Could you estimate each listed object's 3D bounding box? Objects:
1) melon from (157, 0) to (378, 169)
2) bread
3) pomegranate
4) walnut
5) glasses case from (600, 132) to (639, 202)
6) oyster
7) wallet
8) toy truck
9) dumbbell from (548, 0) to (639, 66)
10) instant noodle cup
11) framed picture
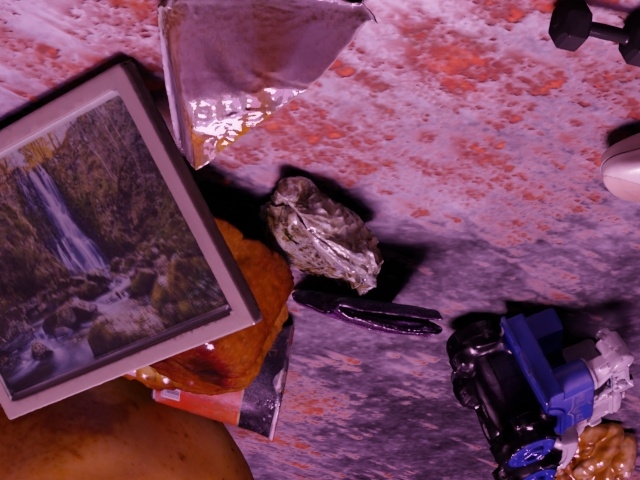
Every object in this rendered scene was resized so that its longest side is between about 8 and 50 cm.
[{"bbox_3d":[-0.064,-0.136,1.221,0.202,0.093,0.139,-31,124,25],"label":"melon"},{"bbox_3d":[-0.148,0.051,1.537,0.232,0.135,0.247,3,155,31],"label":"bread"},{"bbox_3d":[-0.268,0.323,1.836,0.417,0.416,0.416,1,153,0],"label":"pomegranate"},{"bbox_3d":[0.312,0.277,2.046,0.170,0.069,0.143,-22,144,33],"label":"walnut"},{"bbox_3d":[0.332,-0.074,1.365,0.204,0.051,0.081,-15,148,29],"label":"glasses case"},{"bbox_3d":[0.000,0.000,1.523,0.125,0.064,0.177,17,162,-2],"label":"oyster"},{"bbox_3d":[0.042,0.071,1.617,0.111,0.030,0.166,8,179,-16],"label":"wallet"},{"bbox_3d":[0.240,0.158,1.754,0.177,0.161,0.213,-23,153,-3],"label":"toy truck"},{"bbox_3d":[0.211,-0.155,1.226,0.083,0.036,0.040,10,154,-17],"label":"dumbbell"},{"bbox_3d":[-0.103,0.139,1.743,0.136,0.127,0.127,10,153,-1],"label":"instant noodle cup"},{"bbox_3d":[-0.216,0.010,1.404,0.324,0.240,0.020,-21,-172,38],"label":"framed picture"}]
